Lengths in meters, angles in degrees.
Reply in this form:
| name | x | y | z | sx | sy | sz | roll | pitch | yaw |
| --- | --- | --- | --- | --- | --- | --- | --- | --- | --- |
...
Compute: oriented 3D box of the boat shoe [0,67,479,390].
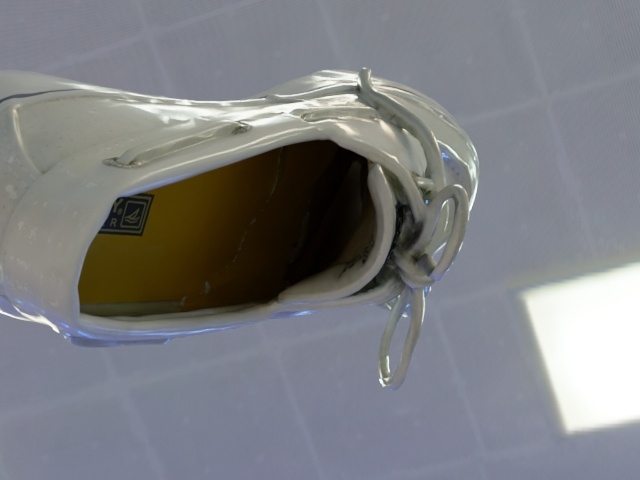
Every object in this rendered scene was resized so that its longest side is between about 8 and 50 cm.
| name | x | y | z | sx | sy | sz | roll | pitch | yaw |
| --- | --- | --- | --- | --- | --- | --- | --- | --- | --- |
| boat shoe | 0.001 | -0.008 | 0.591 | 0.156 | 0.367 | 0.136 | 24 | -76 | 34 |
